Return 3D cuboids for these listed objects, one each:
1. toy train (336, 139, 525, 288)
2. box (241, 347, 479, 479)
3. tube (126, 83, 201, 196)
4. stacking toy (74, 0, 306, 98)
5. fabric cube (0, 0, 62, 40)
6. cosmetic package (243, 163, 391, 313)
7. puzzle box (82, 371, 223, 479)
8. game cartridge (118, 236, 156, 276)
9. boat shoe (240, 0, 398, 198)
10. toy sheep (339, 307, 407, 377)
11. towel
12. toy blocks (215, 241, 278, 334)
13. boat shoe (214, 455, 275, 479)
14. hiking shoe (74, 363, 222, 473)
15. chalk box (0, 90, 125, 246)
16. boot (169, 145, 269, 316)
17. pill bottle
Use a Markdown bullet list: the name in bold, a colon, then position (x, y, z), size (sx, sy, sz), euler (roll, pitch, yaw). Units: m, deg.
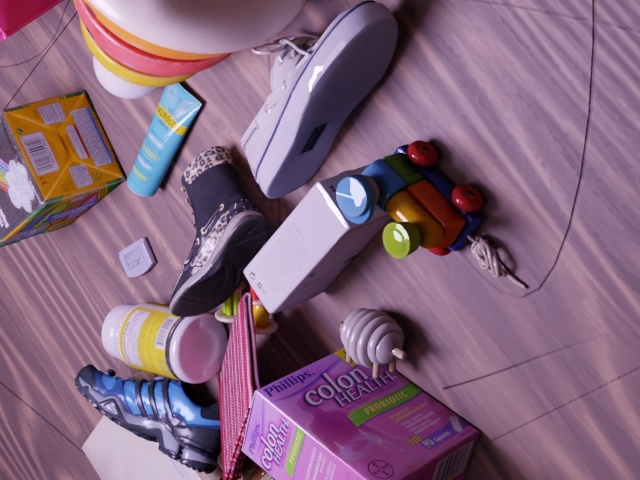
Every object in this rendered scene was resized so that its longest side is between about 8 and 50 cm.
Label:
- **toy train**: position (0.141, -0.010, 1.545), size (0.248, 0.143, 0.105), euler (48, 133, 21)
- **box**: position (0.055, 0.281, 1.687), size (0.243, 0.213, 0.117), euler (34, 126, 32)
- **tube**: position (-0.253, -0.163, 1.948), size (0.080, 0.052, 0.207), euler (41, 124, 17)
- **stacking toy**: position (-0.234, -0.327, 1.733), size (0.350, 0.351, 0.480), euler (60, 152, 10)
- **fabric cube**: position (-0.539, -0.468, 1.914), size (0.254, 0.259, 0.258), euler (-6, 121, 45)
- **cosmetic package**: position (0.000, 0.000, 1.708), size (0.085, 0.117, 0.231), euler (56, 136, 13)
- **puzzle box**: position (-0.265, 0.467, 2.186), size (0.409, 0.052, 0.272), euler (53, 133, 16)
- **game cartridge**: position (-0.317, 0.033, 2.102), size (0.083, 0.017, 0.056), euler (-26, 83, 46)
- **boat shoe**: position (-0.025, -0.223, 1.652), size (0.156, 0.136, 0.367), euler (55, 144, 18)
- **toy sheep**: position (0.076, 0.142, 1.709), size (0.132, 0.091, 0.091), euler (23, 120, 41)
- **towel**: position (-0.123, 0.231, 1.850), size (0.275, 0.031, 0.199), euler (109, 158, -54)
- **toy blocks**: position (-0.118, 0.061, 1.889), size (0.123, 0.054, 0.148), euler (18, 117, 39)
- **boat shoe**: position (-0.136, 0.442, 1.985), size (0.324, 0.122, 0.120), euler (-49, 54, 19)
- **hiking shoe**: position (-0.278, 0.278, 2.066), size (0.304, 0.132, 0.113), euler (28, 168, 19)
- **chalk box**: position (-0.511, -0.110, 2.124), size (0.289, 0.179, 0.180), euler (-29, 85, 47)
- **boot**: position (-0.176, -0.012, 1.863), size (0.236, 0.085, 0.178), euler (-51, 47, 33)
- **pill bottle**: position (-0.265, 0.166, 2.025), size (0.208, 0.119, 0.119), euler (8, 110, 43)
